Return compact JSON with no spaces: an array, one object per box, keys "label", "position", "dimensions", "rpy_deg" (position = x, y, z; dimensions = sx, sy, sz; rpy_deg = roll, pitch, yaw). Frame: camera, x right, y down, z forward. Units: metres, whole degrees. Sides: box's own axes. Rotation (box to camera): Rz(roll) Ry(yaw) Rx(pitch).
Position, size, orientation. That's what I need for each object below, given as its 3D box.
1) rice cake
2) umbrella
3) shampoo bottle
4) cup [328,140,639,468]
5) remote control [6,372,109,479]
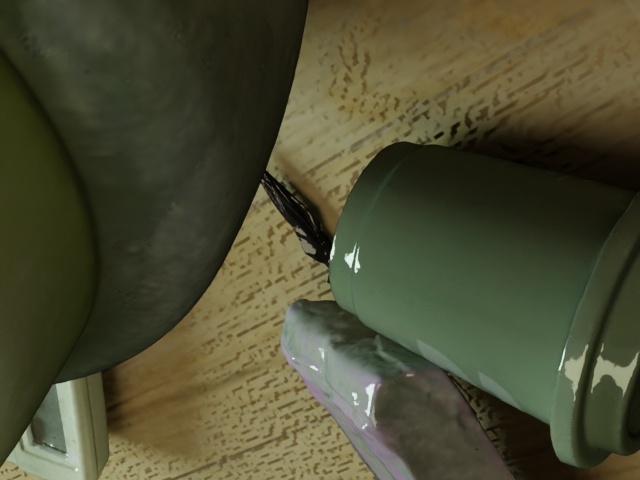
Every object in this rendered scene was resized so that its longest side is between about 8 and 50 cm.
[{"label":"rice cake","position":[0.084,0.149,0.709],"dimensions":[0.298,0.050,0.106],"rpy_deg":[56,169,-29]},{"label":"umbrella","position":[-0.002,0.001,0.681],"dimensions":[0.022,0.013,0.122],"rpy_deg":[-29,113,38]},{"label":"shampoo bottle","position":[-0.163,-0.093,0.470],"dimensions":[0.322,0.317,0.322],"rpy_deg":[14,145,10]},{"label":"cup","position":[0.081,0.014,0.578],"dimensions":[0.141,0.120,0.120],"rpy_deg":[24,140,25]},{"label":"remote control","position":[-0.164,0.046,0.792],"dimensions":[0.090,0.049,0.230],"rpy_deg":[17,136,14]}]
